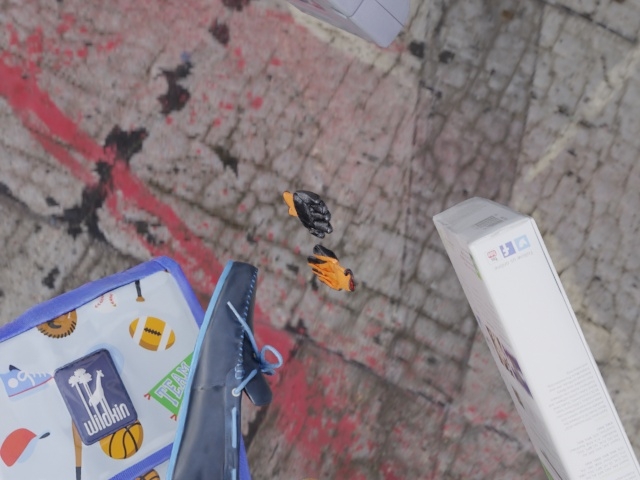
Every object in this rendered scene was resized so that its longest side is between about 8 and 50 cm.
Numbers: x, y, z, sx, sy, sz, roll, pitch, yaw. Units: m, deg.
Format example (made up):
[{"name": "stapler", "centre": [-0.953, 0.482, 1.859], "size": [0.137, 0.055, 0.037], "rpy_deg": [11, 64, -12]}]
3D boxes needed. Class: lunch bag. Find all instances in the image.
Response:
[{"name": "lunch bag", "centre": [-0.268, 0.241, 1.245], "size": [0.328, 0.385, 0.239], "rpy_deg": [-26, 35, -29]}]

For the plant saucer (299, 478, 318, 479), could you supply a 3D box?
[{"name": "plant saucer", "centre": [-0.057, 0.484, 1.765], "size": [0.200, 0.200, 0.037], "rpy_deg": [-36, 54, -24]}]

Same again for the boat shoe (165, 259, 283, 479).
[{"name": "boat shoe", "centre": [-0.087, 0.151, 1.068], "size": [0.089, 0.109, 0.258], "rpy_deg": [11, 88, 2]}]

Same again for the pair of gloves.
[{"name": "pair of gloves", "centre": [0.000, 0.000, 0.816], "size": [0.010, 0.074, 0.083], "rpy_deg": [-25, 108, -21]}]

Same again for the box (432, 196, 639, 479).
[{"name": "box", "centre": [0.195, 0.123, 0.903], "size": [0.058, 0.232, 0.322], "rpy_deg": [-23, 97, 2]}]

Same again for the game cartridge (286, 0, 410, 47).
[{"name": "game cartridge", "centre": [-0.066, -0.258, 0.836], "size": [0.198, 0.297, 0.062], "rpy_deg": [30, 91, 51]}]
